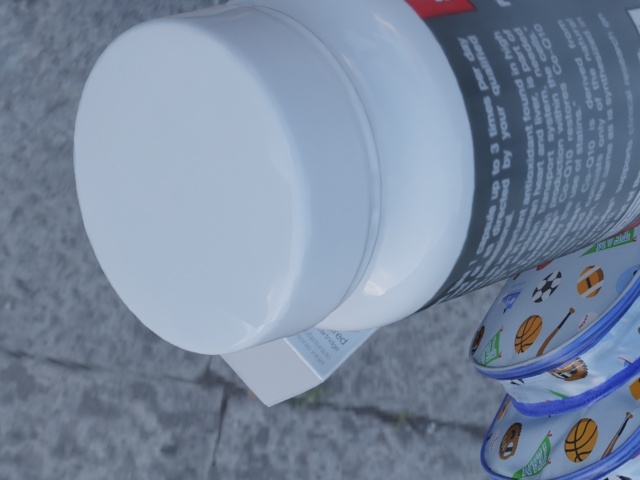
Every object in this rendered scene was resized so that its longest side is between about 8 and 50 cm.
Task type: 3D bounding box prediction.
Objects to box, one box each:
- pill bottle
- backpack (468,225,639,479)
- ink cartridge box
[{"bbox_3d":[0.041,-0.051,0.666,0.161,0.283,0.161,15,113,41],"label":"pill bottle"},{"bbox_3d":[0.234,0.089,1.025,0.213,0.276,0.263,32,67,-10],"label":"backpack"},{"bbox_3d":[0.000,0.000,1.501,0.270,0.197,0.198,-43,93,-23],"label":"ink cartridge box"}]
